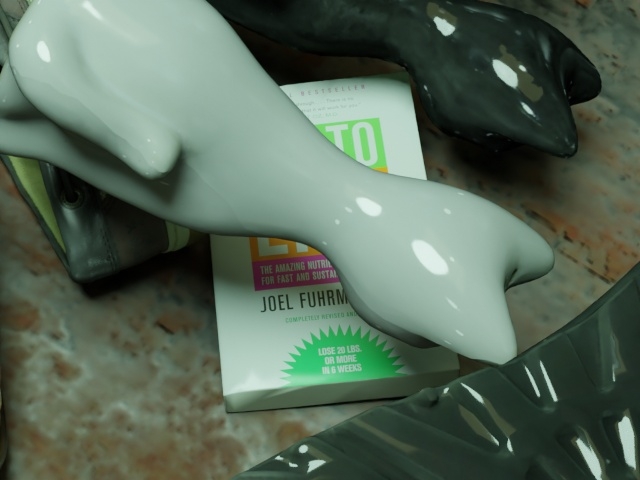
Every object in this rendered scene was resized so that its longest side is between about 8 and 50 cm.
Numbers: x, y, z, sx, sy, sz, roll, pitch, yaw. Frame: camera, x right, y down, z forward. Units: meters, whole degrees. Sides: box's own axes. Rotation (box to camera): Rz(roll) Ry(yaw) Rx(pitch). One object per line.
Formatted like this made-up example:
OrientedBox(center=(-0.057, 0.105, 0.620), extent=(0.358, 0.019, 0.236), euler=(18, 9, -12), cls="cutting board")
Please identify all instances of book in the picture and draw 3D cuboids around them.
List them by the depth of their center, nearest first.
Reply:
OrientedBox(center=(0.000, 0.000, 0.657), extent=(0.096, 0.035, 0.144), euler=(-5, 61, -5), cls="book")

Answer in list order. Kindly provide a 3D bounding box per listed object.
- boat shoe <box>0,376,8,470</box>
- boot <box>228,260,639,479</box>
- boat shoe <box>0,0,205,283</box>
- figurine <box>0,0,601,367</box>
OrientedBox(center=(-0.172, -0.023, 0.587), extent=(0.095, 0.095, 0.258), euler=(-4, 63, -44), cls="boat shoe")
OrientedBox(center=(0.043, 0.121, 0.453), extent=(0.348, 0.260, 0.131), euler=(-29, 77, -25), cls="boot")
OrientedBox(center=(-0.134, -0.077, 0.658), extent=(0.073, 0.080, 0.223), euler=(-29, 70, -27), cls="boat shoe")
OrientedBox(center=(0.006, -0.059, 0.591), extent=(0.209, 0.092, 0.215), euler=(29, 41, -4), cls="figurine")
